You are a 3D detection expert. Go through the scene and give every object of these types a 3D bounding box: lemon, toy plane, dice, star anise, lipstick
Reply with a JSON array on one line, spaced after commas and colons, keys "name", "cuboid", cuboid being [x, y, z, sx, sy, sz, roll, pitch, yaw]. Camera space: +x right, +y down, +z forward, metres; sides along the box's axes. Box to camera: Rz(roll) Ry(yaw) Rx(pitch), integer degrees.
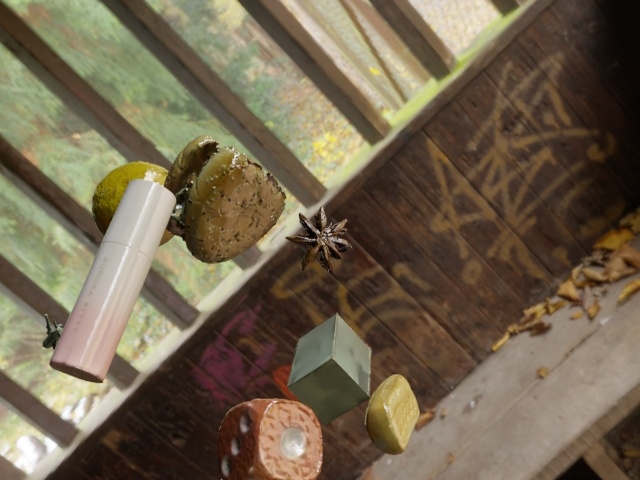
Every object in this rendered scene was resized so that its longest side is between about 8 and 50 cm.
[{"name": "lemon", "cuboid": [-0.508, -0.097, 1.980, 0.310, 0.253, 0.253, -1, 45, 47]}, {"name": "toy plane", "cuboid": [-0.468, 0.170, 1.240, 0.033, 0.080, 0.083, -17, -18, -40]}, {"name": "dice", "cuboid": [-0.111, 0.443, 1.514, 0.179, 0.175, 0.174, -30, 53, 47]}, {"name": "star anise", "cuboid": [0.001, 0.000, 1.637, 0.168, 0.168, 0.057, -54, 7, -26]}, {"name": "lipstick", "cuboid": [-0.328, 0.060, 1.134, 0.087, 0.087, 0.327, -22, 45, 53]}]

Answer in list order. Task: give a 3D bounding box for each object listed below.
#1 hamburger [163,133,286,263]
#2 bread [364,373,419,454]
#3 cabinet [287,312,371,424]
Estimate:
[{"name": "hamburger", "cuboid": [-0.255, -0.089, 1.762, 0.195, 0.318, 0.277, 36, 85, 30]}, {"name": "bread", "cuboid": [0.169, 0.427, 1.721, 0.098, 0.147, 0.217, -23, 3, 26]}, {"name": "cabinet", "cuboid": [0.025, 0.319, 1.769, 0.150, 0.145, 0.206, -36, 17, 20]}]
